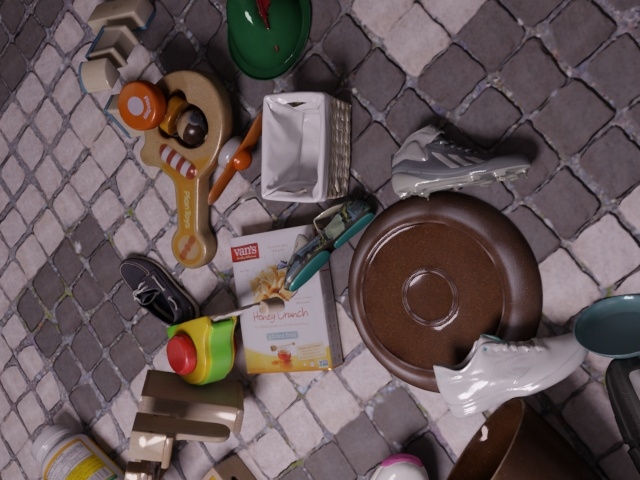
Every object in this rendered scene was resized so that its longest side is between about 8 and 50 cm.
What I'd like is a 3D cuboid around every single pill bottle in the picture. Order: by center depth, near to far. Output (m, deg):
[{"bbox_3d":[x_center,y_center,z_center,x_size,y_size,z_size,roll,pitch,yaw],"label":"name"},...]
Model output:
[{"bbox_3d":[-0.488,0.469,1.385,0.208,0.117,0.118,34,109,23],"label":"pill bottle"}]

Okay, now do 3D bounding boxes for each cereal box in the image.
[{"bbox_3d":[-0.061,0.101,1.157,0.172,0.047,0.240,-10,89,30],"label":"cereal box"}]

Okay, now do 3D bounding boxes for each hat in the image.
[{"bbox_3d":[-0.130,-0.371,1.083,0.172,0.183,0.209,16,101,28],"label":"hat"}]

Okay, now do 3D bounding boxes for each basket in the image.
[{"bbox_3d":[-0.020,-0.145,1.084,0.113,0.103,0.167,5,95,29],"label":"basket"}]

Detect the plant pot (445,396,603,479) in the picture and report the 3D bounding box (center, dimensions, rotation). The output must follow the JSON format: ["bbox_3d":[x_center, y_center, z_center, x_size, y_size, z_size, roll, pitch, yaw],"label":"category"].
[{"bbox_3d":[0.301,0.363,0.902,0.230,0.215,0.215,34,110,7],"label":"plant pot"}]

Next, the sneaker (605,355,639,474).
[{"bbox_3d":[0.551,0.296,0.797,0.257,0.169,0.448,-29,68,4],"label":"sneaker"}]

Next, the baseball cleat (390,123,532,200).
[{"bbox_3d":[0.195,-0.122,0.985,0.205,0.072,0.110,-9,80,24],"label":"baseball cleat"}]

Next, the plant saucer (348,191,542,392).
[{"bbox_3d":[0.170,0.082,1.027,0.310,0.050,0.311,2,94,29],"label":"plant saucer"}]

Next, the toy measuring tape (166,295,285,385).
[{"bbox_3d":[-0.162,0.176,1.136,0.330,0.121,0.122,-20,84,46],"label":"toy measuring tape"}]

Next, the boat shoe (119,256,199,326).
[{"bbox_3d":[-0.318,0.095,1.292,0.206,0.065,0.075,35,109,23],"label":"boat shoe"}]

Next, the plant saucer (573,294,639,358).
[{"bbox_3d":[0.389,0.115,0.878,0.119,0.119,0.021,-12,117,29],"label":"plant saucer"}]

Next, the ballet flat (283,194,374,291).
[{"bbox_3d":[0.000,0.000,1.077,0.188,0.070,0.070,-42,71,-10],"label":"ballet flat"}]

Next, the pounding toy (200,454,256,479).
[{"bbox_3d":[-0.160,0.476,1.210,0.141,0.100,0.130,47,114,18],"label":"pounding toy"}]

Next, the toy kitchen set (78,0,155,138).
[{"bbox_3d":[-0.370,-0.324,1.294,0.122,0.166,0.207,0,57,29],"label":"toy kitchen set"}]

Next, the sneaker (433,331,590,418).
[{"bbox_3d":[0.256,0.162,0.931,0.212,0.080,0.094,-28,91,12],"label":"sneaker"}]

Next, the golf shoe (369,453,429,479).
[{"bbox_3d":[0.116,0.477,1.022,0.115,0.140,0.307,5,101,-5],"label":"golf shoe"}]

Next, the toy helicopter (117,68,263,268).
[{"bbox_3d":[-0.212,-0.119,1.203,0.234,0.140,0.355,7,108,20],"label":"toy helicopter"}]

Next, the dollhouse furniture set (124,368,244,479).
[{"bbox_3d":[-0.248,0.426,1.191,0.173,0.303,0.356,9,102,-9],"label":"dollhouse furniture set"}]
